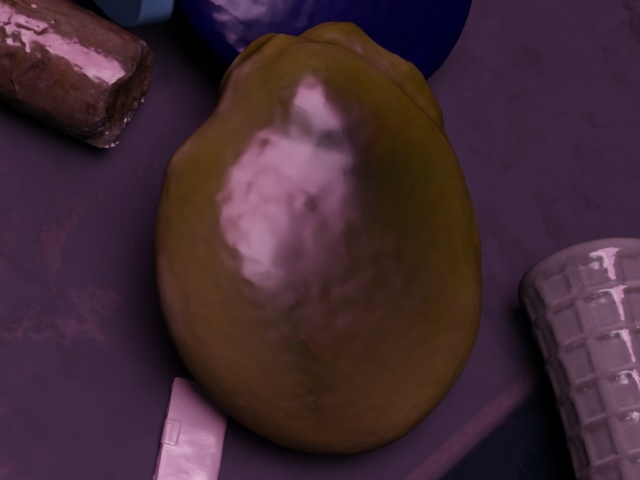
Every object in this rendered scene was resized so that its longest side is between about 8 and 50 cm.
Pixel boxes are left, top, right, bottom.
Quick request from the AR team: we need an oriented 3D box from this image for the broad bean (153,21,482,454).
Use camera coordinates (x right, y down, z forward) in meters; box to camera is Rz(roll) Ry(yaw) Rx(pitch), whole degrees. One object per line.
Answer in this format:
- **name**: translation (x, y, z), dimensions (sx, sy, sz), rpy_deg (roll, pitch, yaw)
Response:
- **broad bean**: translation (0.000, 0.000, 1.206), dimensions (0.238, 0.119, 0.291), rpy_deg (-8, 90, -27)

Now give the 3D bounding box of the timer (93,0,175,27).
- **timer**: translation (-0.169, -0.292, 1.228), dimensions (0.091, 0.232, 0.250), rpy_deg (-16, 55, -25)

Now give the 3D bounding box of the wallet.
- **wallet**: translation (-0.085, 0.134, 1.202), dimensions (0.044, 0.011, 0.083), rpy_deg (15, 62, -11)

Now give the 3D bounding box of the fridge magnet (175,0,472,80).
- **fridge magnet**: translation (-0.003, -0.222, 1.323), dimensions (0.265, 0.112, 0.266), rpy_deg (6, 77, -27)

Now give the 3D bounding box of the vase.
- **vase**: translation (0.222, 0.151, 1.232), dimensions (0.143, 0.143, 0.299), rpy_deg (-2, 64, -20)

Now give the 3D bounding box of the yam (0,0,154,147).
- **yam**: translation (-0.241, -0.151, 1.239), dimensions (0.259, 0.093, 0.093), rpy_deg (26, 60, -6)
